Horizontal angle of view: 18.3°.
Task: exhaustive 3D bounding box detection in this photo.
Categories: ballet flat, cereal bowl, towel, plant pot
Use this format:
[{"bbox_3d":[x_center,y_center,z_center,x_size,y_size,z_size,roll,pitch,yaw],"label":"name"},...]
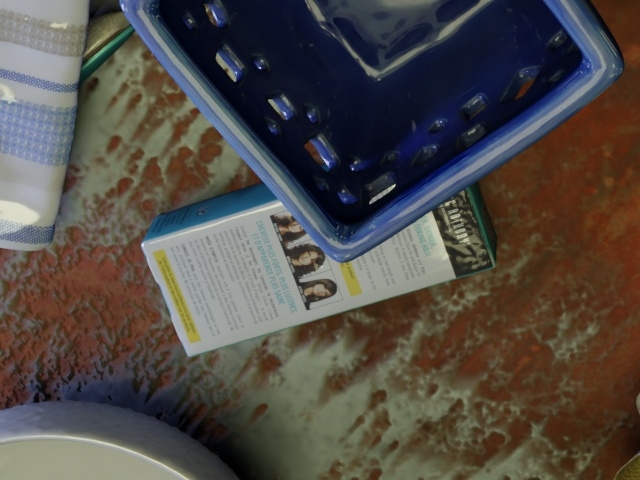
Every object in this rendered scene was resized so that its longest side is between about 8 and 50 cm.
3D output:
[{"bbox_3d":[-0.204,-0.120,1.450,0.168,0.057,0.052,-43,92,19],"label":"ballet flat"},{"bbox_3d":[-0.186,0.268,1.554,0.339,0.141,0.339,2,112,5],"label":"cereal bowl"},{"bbox_3d":[-0.273,-0.119,1.397,0.209,0.034,0.285,11,126,-6],"label":"towel"},{"bbox_3d":[0.040,-0.162,1.321,0.236,0.212,0.236,-35,104,17],"label":"plant pot"}]

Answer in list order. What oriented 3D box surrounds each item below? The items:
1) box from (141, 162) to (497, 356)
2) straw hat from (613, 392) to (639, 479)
[{"bbox_3d":[0.000,0.000,1.470,0.244,0.060,0.100,-17,109,12],"label":"box"},{"bbox_3d":[0.274,0.127,1.487,0.144,0.144,0.061,-28,68,16],"label":"straw hat"}]
